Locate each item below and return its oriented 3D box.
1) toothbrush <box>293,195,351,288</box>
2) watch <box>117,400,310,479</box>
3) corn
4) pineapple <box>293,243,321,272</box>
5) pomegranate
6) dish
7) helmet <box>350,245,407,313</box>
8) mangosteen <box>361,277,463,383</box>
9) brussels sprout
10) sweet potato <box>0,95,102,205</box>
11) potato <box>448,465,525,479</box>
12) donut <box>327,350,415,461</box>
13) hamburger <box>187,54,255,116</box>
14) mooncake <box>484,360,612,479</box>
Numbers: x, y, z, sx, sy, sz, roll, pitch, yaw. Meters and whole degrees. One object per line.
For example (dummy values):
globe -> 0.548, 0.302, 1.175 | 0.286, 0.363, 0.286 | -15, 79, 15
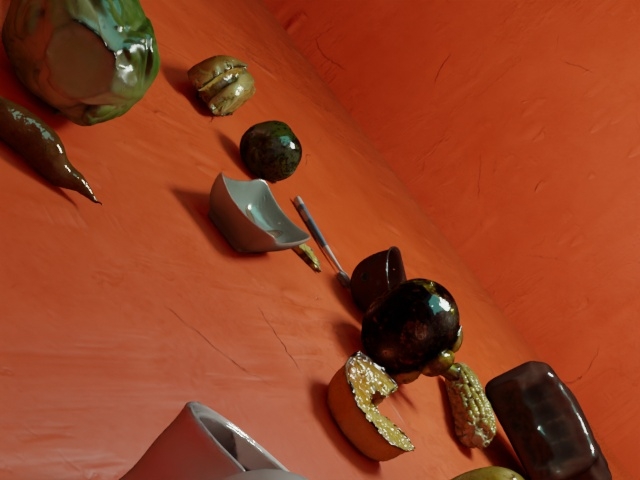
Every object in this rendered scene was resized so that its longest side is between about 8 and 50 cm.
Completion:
toothbrush -> 0.000, 0.000, 1.979 | 0.025, 0.019, 0.276 | 20, 32, -49
watch -> -0.069, 0.274, 0.781 | 0.244, 0.196, 0.231 | 44, -7, -21
corn -> 0.306, 0.336, 1.893 | 0.086, 0.086, 0.288 | 46, 12, -14
pineapple -> -0.028, 0.027, 1.821 | 0.083, 0.019, 0.045 | 45, 20, -18
pomegranate -> -0.110, -0.177, 1.959 | 0.138, 0.163, 0.125 | 39, 48, 25
dish -> -0.117, -0.035, 1.584 | 0.151, 0.077, 0.212 | 50, 14, 11
helmet -> 0.120, 0.099, 1.892 | 0.175, 0.106, 0.155 | 45, 41, -55
mangosteen -> 0.185, 0.181, 1.705 | 0.217, 0.192, 0.192 | 53, 14, 1
brussels sprout -> -0.337, -0.276, 1.304 | 0.244, 0.244, 0.244 | 45, 14, -15
sweet potato -> -0.344, -0.110, 1.135 | 0.195, 0.056, 0.056 | 49, 13, -21
potato -> 0.250, 0.416, 1.365 | 0.178, 0.158, 0.203 | 54, 18, 23
donut -> 0.068, 0.254, 1.394 | 0.146, 0.078, 0.181 | 39, 23, -32
hamburger -> -0.216, -0.354, 2.034 | 0.124, 0.131, 0.262 | 48, 9, -5
mooncake -> 0.482, 0.404, 1.941 | 0.326, 0.174, 0.334 | -107, 171, -55
